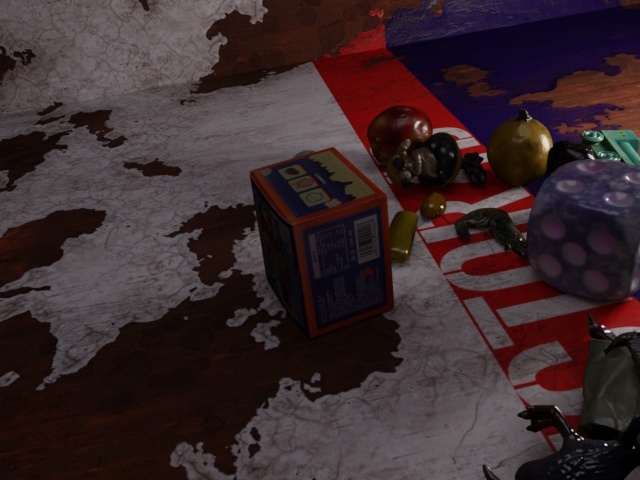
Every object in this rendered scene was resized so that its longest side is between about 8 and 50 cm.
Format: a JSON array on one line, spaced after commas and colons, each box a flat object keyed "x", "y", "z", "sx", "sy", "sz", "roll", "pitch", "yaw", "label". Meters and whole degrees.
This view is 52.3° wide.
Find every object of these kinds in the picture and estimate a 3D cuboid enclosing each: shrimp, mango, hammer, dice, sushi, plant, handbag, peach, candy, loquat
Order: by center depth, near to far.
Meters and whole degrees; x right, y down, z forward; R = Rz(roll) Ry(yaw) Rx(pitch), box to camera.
[{"x": 0.617, "y": 0.287, "z": 1.216, "sx": 0.125, "sy": 0.027, "sz": 0.297, "roll": -7, "pitch": 40, "yaw": 14, "label": "hammer"}, {"x": 0.676, "y": 0.314, "z": 1.268, "sx": 0.316, "sy": 0.109, "sz": 0.253, "roll": 10, "pitch": 42, "yaw": 24, "label": "handbag"}, {"x": 0.645, "y": 0.224, "z": 1.461, "sx": 0.043, "sy": 0.045, "sz": 0.175, "roll": -8, "pitch": 33, "yaw": -19, "label": "candy"}, {"x": 0.695, "y": -0.031, "z": 1.631, "sx": 0.271, "sy": 0.270, "sz": 0.270, "roll": 23, "pitch": 44, "yaw": 37, "label": "dice"}, {"x": 0.485, "y": -0.016, "z": 1.857, "sx": 0.169, "sy": 0.058, "sz": 0.296, "roll": -16, "pitch": 30, "yaw": 0, "label": "shrimp"}, {"x": 0.727, "y": -0.176, "z": 1.885, "sx": 0.136, "sy": 0.225, "sz": 0.126, "roll": -10, "pitch": 33, "yaw": -3, "label": "sushi"}, {"x": 0.348, "y": -0.109, "z": 2.010, "sx": 0.080, "sy": 0.060, "sz": 0.114, "roll": 3, "pitch": 31, "yaw": 11, "label": "mango"}, {"x": 0.642, "y": -0.306, "z": 2.082, "sx": 0.214, "sy": 0.246, "sz": 0.213, "roll": -3, "pitch": 32, "yaw": 2, "label": "loquat"}, {"x": 0.509, "y": -0.239, "z": 2.163, "sx": 0.085, "sy": 0.087, "sz": 0.174, "roll": -36, "pitch": 30, "yaw": 22, "label": "plant"}, {"x": 0.282, "y": -0.374, "z": 2.271, "sx": 0.244, "sy": 0.243, "sz": 0.199, "roll": -27, "pitch": 80, "yaw": -27, "label": "peach"}]

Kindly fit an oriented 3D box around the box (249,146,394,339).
[{"x": 0.000, "y": 0.000, "z": 1.659, "sx": 0.257, "sy": 0.348, "sz": 0.318, "roll": -19, "pitch": 36, "yaw": -16, "label": "box"}]

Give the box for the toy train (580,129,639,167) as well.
[{"x": 0.939, "y": -0.256, "z": 2.067, "sx": 0.194, "sy": 0.120, "sz": 0.298, "roll": 0, "pitch": 34, "yaw": 3, "label": "toy train"}]

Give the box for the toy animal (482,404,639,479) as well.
[{"x": 0.440, "y": 0.391, "z": 1.161, "sx": 0.299, "sy": 0.122, "sz": 0.185, "roll": -15, "pitch": 50, "yaw": 10, "label": "toy animal"}]

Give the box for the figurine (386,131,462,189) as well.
[{"x": 0.339, "y": -0.249, "z": 2.127, "sx": 0.257, "sy": 0.167, "sz": 0.192, "roll": -16, "pitch": 61, "yaw": -16, "label": "figurine"}]

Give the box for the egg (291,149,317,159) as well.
[{"x": -0.053, "y": -0.234, "z": 2.223, "sx": 0.131, "sy": 0.131, "sz": 0.164, "roll": 23, "pitch": 57, "yaw": 38, "label": "egg"}]

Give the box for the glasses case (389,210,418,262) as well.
[{"x": 0.233, "y": -0.015, "z": 1.892, "sx": 0.079, "sy": 0.064, "sz": 0.234, "roll": 9, "pitch": 35, "yaw": 11, "label": "glasses case"}]
